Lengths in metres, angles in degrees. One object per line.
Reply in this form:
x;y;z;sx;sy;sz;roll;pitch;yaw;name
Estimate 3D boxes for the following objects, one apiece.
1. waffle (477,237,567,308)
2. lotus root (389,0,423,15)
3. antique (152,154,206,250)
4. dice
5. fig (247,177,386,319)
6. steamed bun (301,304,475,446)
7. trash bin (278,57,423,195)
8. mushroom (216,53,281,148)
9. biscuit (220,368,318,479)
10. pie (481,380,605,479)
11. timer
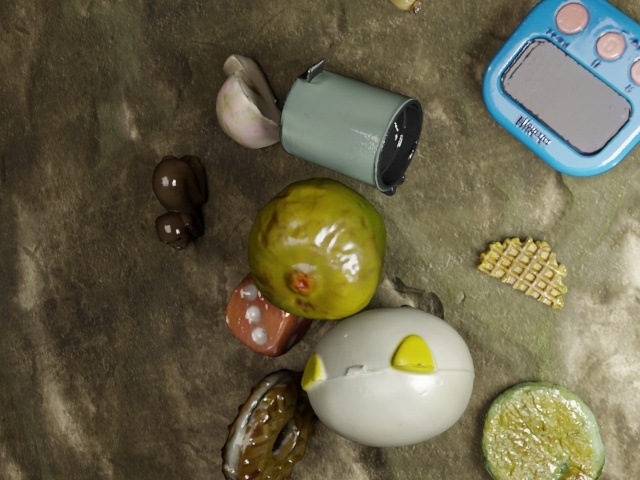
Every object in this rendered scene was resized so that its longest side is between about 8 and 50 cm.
0.443;0.073;1.525;0.192;0.046;0.160;-5;92;28;waffle
0.184;-0.577;1.587;0.073;0.062;0.150;-39;78;1;lotus root
-0.392;-0.102;1.879;0.121;0.143;0.256;10;101;24;antique
-0.119;0.174;1.748;0.174;0.175;0.179;36;106;20;dice
0.003;0.012;1.583;0.343;0.343;0.343;3;96;27;fig
0.151;0.302;1.536;0.374;0.334;0.334;-17;87;25;steamed bun
0.071;-0.258;1.586;0.263;0.217;0.277;23;138;23;trash bin
-0.216;-0.338;1.755;0.173;0.162;0.236;-33;78;24;mushroom
-0.114;0.467;1.691;0.103;0.332;0.332;21;104;29;biscuit
0.484;0.444;1.528;0.277;0.078;0.277;0;89;25;pie
0.522;-0.317;1.410;0.340;0.115;0.309;44;111;17;timer
